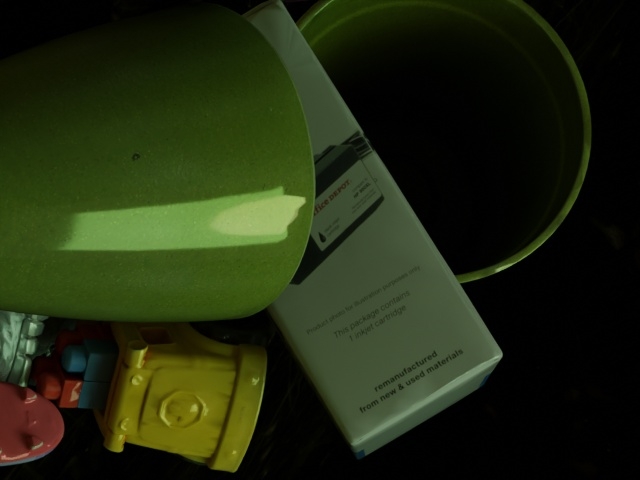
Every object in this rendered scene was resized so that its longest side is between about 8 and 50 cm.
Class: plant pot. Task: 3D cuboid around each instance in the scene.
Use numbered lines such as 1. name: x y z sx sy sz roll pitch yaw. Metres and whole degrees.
1. plant pot: -0.202 -0.045 1.304 0.293 0.275 0.275 -12 138 -42
2. plant pot: 0.102 -0.089 1.952 0.366 0.366 0.353 -50 175 -14

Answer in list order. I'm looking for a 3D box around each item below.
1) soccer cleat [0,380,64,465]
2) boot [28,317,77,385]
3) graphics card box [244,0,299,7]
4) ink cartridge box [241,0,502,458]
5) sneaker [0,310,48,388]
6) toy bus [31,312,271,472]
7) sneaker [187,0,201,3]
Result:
1. soccer cleat: -0.355 0.175 1.439 0.248 0.083 0.095 -3 156 -25
2. boot: -0.228 0.065 1.709 0.223 0.118 0.338 -49 152 -6
3. graphics card box: 0.083 -0.329 1.604 0.233 0.094 0.371 -25 178 28
4. ink cartridge box: 0.000 0.000 1.584 0.166 0.395 0.285 -30 170 -3
5. sneaker: -0.312 0.047 1.459 0.132 0.086 0.229 7 100 -41
6. toy bus: -0.174 0.111 1.559 0.211 0.220 0.149 6 113 -21
7. sneaker: -0.109 -0.263 1.248 0.121 0.111 0.300 -45 157 3
